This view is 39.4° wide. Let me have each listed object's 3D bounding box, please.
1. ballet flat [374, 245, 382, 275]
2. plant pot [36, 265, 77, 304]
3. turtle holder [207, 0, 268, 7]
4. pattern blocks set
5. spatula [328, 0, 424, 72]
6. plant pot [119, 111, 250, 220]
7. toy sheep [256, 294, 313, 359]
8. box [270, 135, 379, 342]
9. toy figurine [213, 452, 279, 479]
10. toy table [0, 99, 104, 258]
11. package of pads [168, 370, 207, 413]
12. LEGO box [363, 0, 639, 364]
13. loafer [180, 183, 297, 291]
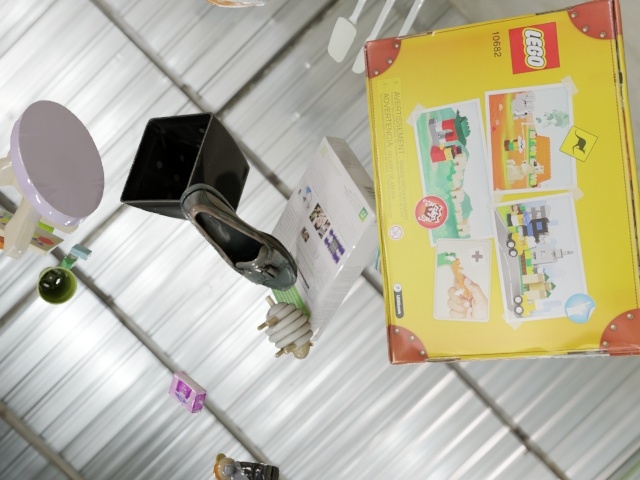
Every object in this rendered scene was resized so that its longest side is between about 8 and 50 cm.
[{"bbox_3d":[0.181,-0.013,1.986,0.106,0.107,0.316,18,154,13],"label":"ballet flat"},{"bbox_3d":[-0.569,0.087,1.911,0.083,0.083,0.079,44,171,-27],"label":"plant pot"},{"bbox_3d":[-0.143,-0.532,1.471,0.243,0.227,0.320,49,150,19],"label":"turtle holder"},{"bbox_3d":[-0.717,-0.019,2.136,0.325,0.026,0.285,28,-168,5],"label":"pattern blocks set"},{"bbox_3d":[0.109,-0.414,1.685,0.019,0.242,0.168,-14,-129,-43],"label":"spatula"},{"bbox_3d":[-0.249,-0.127,1.765,0.188,0.187,0.167,1,158,40],"label":"plant pot"},{"bbox_3d":[-0.062,0.156,1.611,0.132,0.091,0.091,60,-178,-4],"label":"toy sheep"},{"bbox_3d":[0.000,0.000,1.676,0.058,0.322,0.232,8,-142,-35],"label":"box"},{"bbox_3d":[-0.159,0.512,1.615,0.209,0.148,0.213,-48,-55,-49],"label":"toy figurine"},{"bbox_3d":[-0.502,-0.104,1.578,0.252,0.161,0.274,36,-149,-31],"label":"toy table"},{"bbox_3d":[-0.258,0.294,1.737,0.032,0.050,0.083,1,-159,-47],"label":"package of pads"},{"bbox_3d":[0.284,-0.072,1.352,0.193,0.373,0.500,7,-102,-70],"label":"LEGO box"},{"bbox_3d":[-0.140,0.013,1.558,0.267,0.096,0.084,42,-168,-27],"label":"loafer"}]
